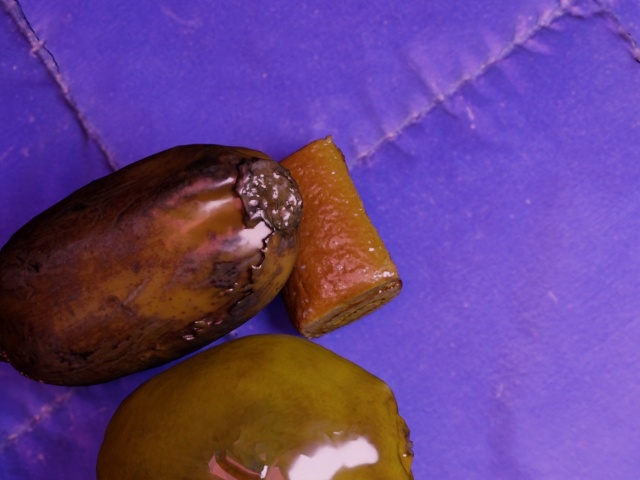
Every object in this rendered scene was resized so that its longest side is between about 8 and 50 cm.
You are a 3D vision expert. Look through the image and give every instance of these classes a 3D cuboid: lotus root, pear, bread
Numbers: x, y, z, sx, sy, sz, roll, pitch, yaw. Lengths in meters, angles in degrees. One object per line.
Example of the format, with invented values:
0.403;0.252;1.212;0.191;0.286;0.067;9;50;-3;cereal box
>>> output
-0.187;0.030;1.729;0.397;0.179;0.196;-24;70;30;lotus root
-0.062;0.225;1.663;0.321;0.269;0.269;-6;77;21;pear
0.000;0.000;1.765;0.132;0.103;0.172;-30;73;11;bread
